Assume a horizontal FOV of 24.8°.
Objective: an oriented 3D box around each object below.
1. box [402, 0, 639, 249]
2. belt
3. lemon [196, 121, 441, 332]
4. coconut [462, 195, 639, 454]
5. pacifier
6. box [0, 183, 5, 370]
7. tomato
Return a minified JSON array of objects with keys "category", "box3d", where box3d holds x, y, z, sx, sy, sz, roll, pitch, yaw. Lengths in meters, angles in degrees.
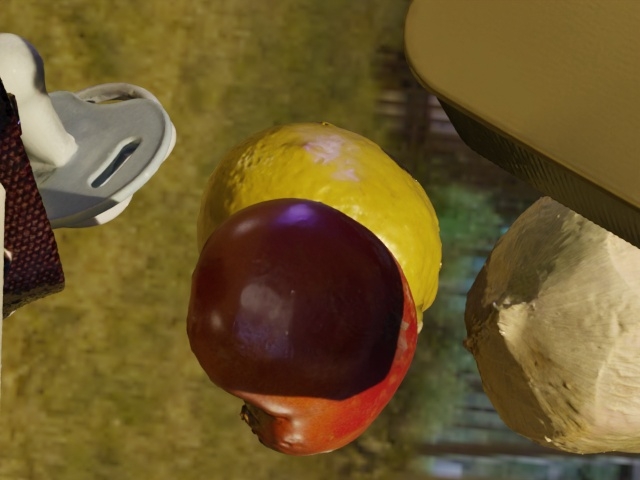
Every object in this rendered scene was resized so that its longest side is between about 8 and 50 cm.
[{"category":"box","box3d":[0.147,-0.065,0.545,0.144,0.201,0.090,-57,159,-5]},{"category":"belt","box3d":[-0.305,-0.063,1.123,0.184,0.164,0.289,-135,-152,-57]},{"category":"lemon","box3d":[-0.002,-0.001,1.608,0.284,0.260,0.260,41,-44,46]},{"category":"coconut","box3d":[0.185,0.057,0.977,0.194,0.194,0.194,6,90,-89]},{"category":"pacifier","box3d":[-0.306,-0.135,1.601,0.244,0.299,0.233,-58,140,-30]},{"category":"box","box3d":[-0.277,0.025,0.669,0.071,0.259,0.168,-62,162,-59]},{"category":"tomato","box3d":[0.006,0.074,1.263,0.233,0.139,0.200,50,54,-39]}]
